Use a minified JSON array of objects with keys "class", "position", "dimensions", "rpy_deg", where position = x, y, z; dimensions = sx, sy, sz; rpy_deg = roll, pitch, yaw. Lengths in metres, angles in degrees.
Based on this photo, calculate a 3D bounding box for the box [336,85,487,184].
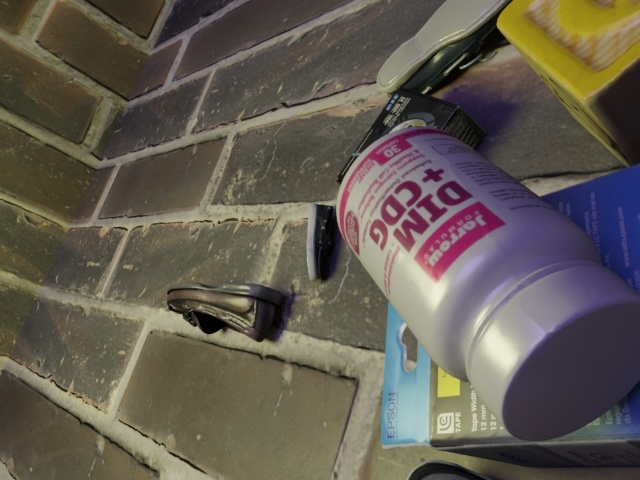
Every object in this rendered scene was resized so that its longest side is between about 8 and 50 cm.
[{"class":"box","position":[0.130,-0.123,0.883],"dimensions":[0.180,0.078,0.147],"rpy_deg":[-55,37,6]}]

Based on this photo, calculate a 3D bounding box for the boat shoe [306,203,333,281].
[{"class":"boat shoe","position":[0.000,0.000,0.980],"dimensions":[0.040,0.049,0.142],"rpy_deg":[-1,63,6]}]

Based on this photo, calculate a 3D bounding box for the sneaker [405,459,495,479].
[{"class":"sneaker","position":[0.153,0.265,0.512],"dimensions":[0.101,0.153,0.269],"rpy_deg":[-45,37,-10]}]

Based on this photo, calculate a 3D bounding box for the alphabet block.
[{"class":"alphabet block","position":[0.335,-0.197,0.590],"dimensions":[0.193,0.197,0.192],"rpy_deg":[-44,38,20]}]

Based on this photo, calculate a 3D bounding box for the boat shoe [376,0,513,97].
[{"class":"boat shoe","position":[0.204,-0.303,0.920],"dimensions":[0.255,0.079,0.095],"rpy_deg":[-39,43,30]}]

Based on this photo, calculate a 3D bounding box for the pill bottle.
[{"class":"pill bottle","position":[0.135,0.021,0.520],"dimensions":[0.160,0.160,0.283],"rpy_deg":[-51,36,12]}]

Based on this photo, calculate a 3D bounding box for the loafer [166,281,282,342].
[{"class":"loafer","position":[-0.195,0.131,1.074],"dimensions":[0.303,0.109,0.095],"rpy_deg":[-7,65,44]}]

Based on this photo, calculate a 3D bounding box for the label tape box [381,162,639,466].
[{"class":"label tape box","position":[0.229,0.089,0.595],"dimensions":[0.348,0.115,0.249],"rpy_deg":[-23,50,43]}]
